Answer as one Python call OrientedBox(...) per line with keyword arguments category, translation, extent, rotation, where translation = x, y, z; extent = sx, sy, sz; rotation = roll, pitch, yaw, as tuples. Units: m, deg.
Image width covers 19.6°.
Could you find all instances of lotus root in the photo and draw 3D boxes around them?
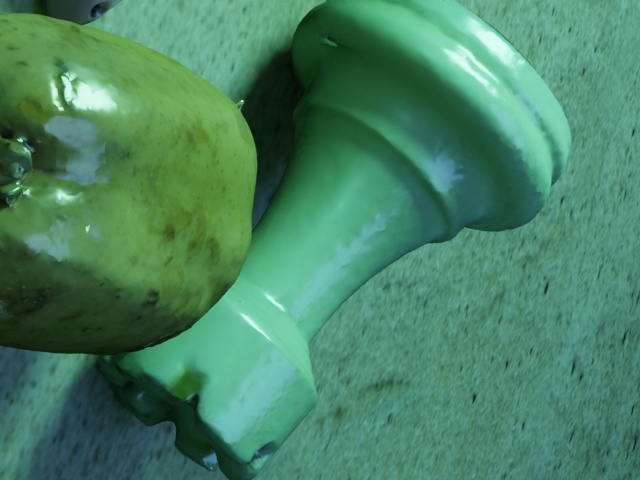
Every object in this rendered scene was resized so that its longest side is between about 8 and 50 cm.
OrientedBox(category="lotus root", translation=(-0.119, -0.022, 0.921), extent=(0.160, 0.146, 0.284), rotation=(-63, 157, 5))

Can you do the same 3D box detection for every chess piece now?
OrientedBox(category="chess piece", translation=(0.000, 0.000, 1.147), extent=(0.299, 0.194, 0.194), rotation=(-51, 149, -18))

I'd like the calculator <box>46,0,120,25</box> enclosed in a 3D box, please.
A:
OrientedBox(category="calculator", translation=(-0.082, -0.262, 0.948), extent=(0.294, 0.043, 0.194), rotation=(-63, 152, -19))
